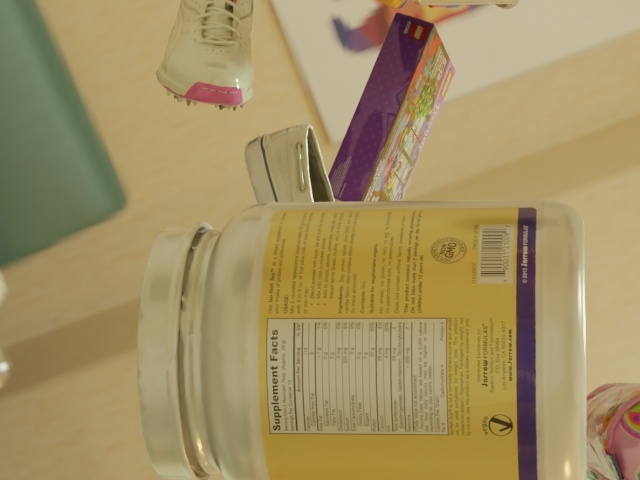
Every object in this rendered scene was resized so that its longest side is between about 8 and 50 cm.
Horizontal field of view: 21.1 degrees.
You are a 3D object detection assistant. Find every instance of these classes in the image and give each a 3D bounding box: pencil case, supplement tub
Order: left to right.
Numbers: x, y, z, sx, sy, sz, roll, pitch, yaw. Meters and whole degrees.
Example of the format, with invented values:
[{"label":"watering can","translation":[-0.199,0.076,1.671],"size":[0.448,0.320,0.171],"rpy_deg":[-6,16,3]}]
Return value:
[{"label":"supplement tub","translation":[0.041,0.088,1.347],"size":[0.241,0.331,0.241],"rpy_deg":[-1,90,-81]},{"label":"pencil case","translation":[0.313,0.196,1.657],"size":[0.284,0.124,0.124],"rpy_deg":[92,-21,-86]}]

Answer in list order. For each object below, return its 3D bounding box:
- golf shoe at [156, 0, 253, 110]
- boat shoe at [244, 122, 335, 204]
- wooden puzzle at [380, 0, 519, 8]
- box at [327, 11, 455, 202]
[{"label":"golf shoe","translation":[-0.132,-0.251,2.044],"size":[0.306,0.115,0.140],"rpy_deg":[-106,-155,-65]},{"label":"boat shoe","translation":[0.000,0.000,1.900],"size":[0.096,0.088,0.267],"rpy_deg":[12,59,-68]},{"label":"wooden puzzle","translation":[0.067,-0.390,2.080],"size":[0.322,0.080,0.348],"rpy_deg":[51,22,13]},{"label":"box","translation":[0.084,-0.125,2.208],"size":[0.201,0.057,0.293],"rpy_deg":[43,68,-74]}]
